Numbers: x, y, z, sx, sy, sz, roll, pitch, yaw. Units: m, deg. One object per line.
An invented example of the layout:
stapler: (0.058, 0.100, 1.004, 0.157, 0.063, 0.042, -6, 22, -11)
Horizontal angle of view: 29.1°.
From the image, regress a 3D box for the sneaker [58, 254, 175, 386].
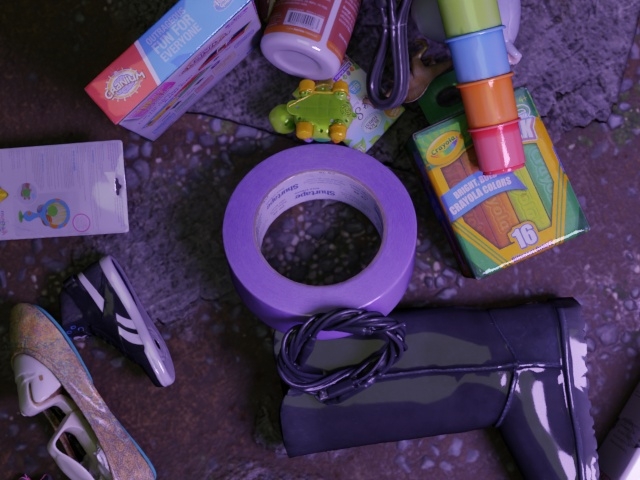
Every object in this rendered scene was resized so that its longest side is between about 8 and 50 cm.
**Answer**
sneaker: (-0.313, 0.142, 1.841, 0.121, 0.079, 0.216, -30, 82, 4)

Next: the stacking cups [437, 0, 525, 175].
stacking cups: (0.207, -0.243, 1.630, 0.096, 0.096, 0.316, -12, 96, 1)

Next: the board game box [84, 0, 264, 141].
board game box: (-0.190, -0.250, 1.713, 0.242, 0.316, 0.064, -43, 90, 0)

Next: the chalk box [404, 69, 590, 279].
chalk box: (0.235, -0.108, 1.777, 0.180, 0.179, 0.288, -25, 90, 0)

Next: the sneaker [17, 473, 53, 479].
sneaker: (-0.454, 0.383, 1.861, 0.119, 0.047, 0.057, -11, 68, 0)

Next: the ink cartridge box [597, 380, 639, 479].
ink cartridge box: (0.493, 0.284, 1.779, 0.100, 0.172, 0.237, 30, 91, 0)

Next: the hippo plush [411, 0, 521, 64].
hippo plush: (0.226, -0.392, 1.793, 0.294, 0.234, 0.236, 6, 113, -40)

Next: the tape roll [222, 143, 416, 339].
tape roll: (0.000, 0.000, 1.770, 0.275, 0.090, 0.274, -1, 63, 1)

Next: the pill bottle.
pill bottle: (0.000, -0.353, 1.795, 0.121, 0.121, 0.216, 19, 74, 1)

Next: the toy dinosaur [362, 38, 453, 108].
toy dinosaur: (0.145, -0.241, 1.781, 0.053, 0.183, 0.092, 35, 47, -34)

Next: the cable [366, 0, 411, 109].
cable: (0.111, -0.330, 1.725, 0.140, 0.072, 0.287, 0, 108, 36)

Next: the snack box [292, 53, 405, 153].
snack box: (0.042, -0.207, 1.849, 0.141, 0.037, 0.100, 43, 92, 0)

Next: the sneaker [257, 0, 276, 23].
sneaker: (-0.085, -0.417, 1.841, 0.084, 0.069, 0.185, 8, 88, 14)

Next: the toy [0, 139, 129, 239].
toy: (-0.401, -0.074, 1.847, 0.237, 0.056, 0.136, -4, 94, 6)

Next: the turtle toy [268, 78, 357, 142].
turtle toy: (-0.011, -0.181, 1.798, 0.130, 0.066, 0.095, 3, 67, 4)

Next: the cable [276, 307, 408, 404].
cable: (0.033, 0.147, 1.692, 0.185, 0.047, 0.150, -31, 123, 17)

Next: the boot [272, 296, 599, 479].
boot: (0.162, 0.274, 1.795, 0.445, 0.146, 0.366, -4, 82, -2)

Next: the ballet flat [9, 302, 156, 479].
ballet flat: (-0.373, 0.252, 1.807, 0.123, 0.123, 0.348, -34, 92, 1)
